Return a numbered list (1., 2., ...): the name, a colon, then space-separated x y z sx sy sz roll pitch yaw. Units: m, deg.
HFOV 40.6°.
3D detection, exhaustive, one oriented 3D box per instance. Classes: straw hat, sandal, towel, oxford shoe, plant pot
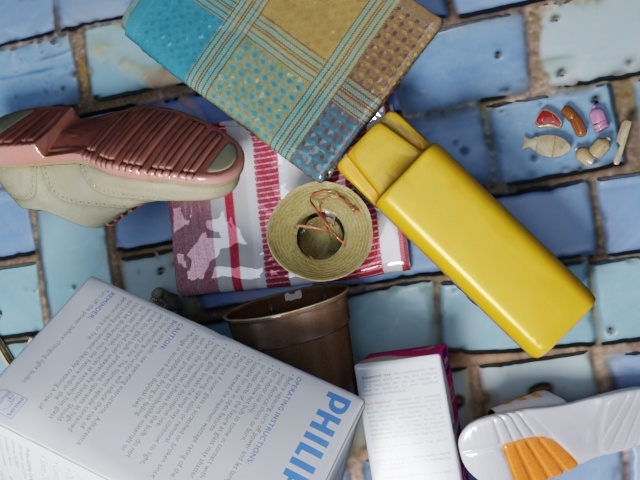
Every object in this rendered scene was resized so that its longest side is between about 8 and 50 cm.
1. straw hat: 0.000 0.000 1.116 0.144 0.061 0.145 2 63 -3
2. sandal: 0.295 0.235 1.083 0.265 0.076 0.102 -11 103 -7
3. towel: -0.060 -0.286 1.151 0.370 0.040 0.271 38 94 13
4. oxford shoe: -0.272 -0.091 1.177 0.396 0.140 0.147 9 131 24
5. towel: -0.053 -0.055 1.174 0.328 0.037 0.237 -7 90 13
6. plant pot: -0.026 0.156 1.116 0.166 0.167 0.165 -12 97 13

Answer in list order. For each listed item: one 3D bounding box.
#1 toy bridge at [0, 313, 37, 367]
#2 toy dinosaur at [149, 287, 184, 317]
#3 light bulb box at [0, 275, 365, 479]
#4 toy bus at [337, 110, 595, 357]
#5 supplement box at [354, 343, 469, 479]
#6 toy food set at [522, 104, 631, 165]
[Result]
1. toy bridge: -0.427 0.170 1.270 0.188 0.026 0.063 27 98 12
2. toy dinosaur: -0.176 0.191 1.196 0.118 0.064 0.268 -41 85 4
3. light bulb box: -0.172 0.289 1.025 0.361 0.225 0.358 23 137 11
4. toy bus: 0.170 -0.012 1.060 0.332 0.130 0.108 44 94 1
5. supplement box: 0.120 0.251 1.099 0.113 0.111 0.220 -11 89 13
6. toy food set: 0.323 -0.136 1.094 0.122 0.019 0.078 17 94 20
